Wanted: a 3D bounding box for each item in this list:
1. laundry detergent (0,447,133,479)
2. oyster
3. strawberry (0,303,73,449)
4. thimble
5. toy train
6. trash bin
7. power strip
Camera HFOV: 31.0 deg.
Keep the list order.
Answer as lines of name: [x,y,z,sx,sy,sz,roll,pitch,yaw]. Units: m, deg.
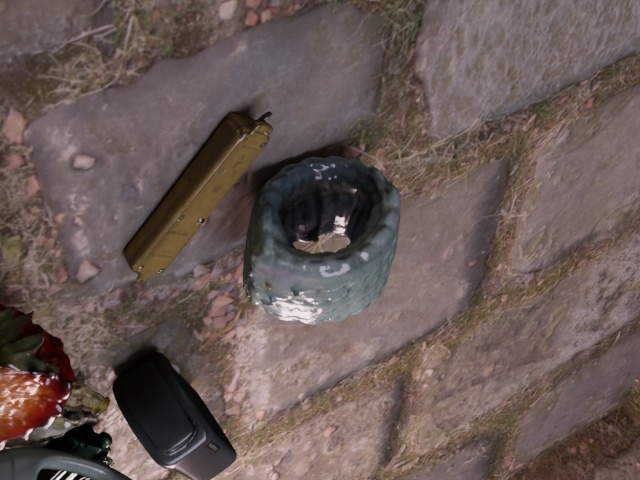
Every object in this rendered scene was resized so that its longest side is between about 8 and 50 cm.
laundry detergent: [-0.359,0.449,1.779,0.398,0.125,0.263,7,85,-41]
oyster: [-0.422,0.253,1.679,0.209,0.072,0.133,-17,156,0]
strawberry: [-0.443,0.173,1.463,0.254,0.150,0.280,-6,144,-14]
thimble: [0.000,0.000,1.646,0.250,0.205,0.172,-29,150,-28]
toy train: [-0.409,0.362,1.842,0.170,0.071,0.111,-46,141,14]
trash bin: [-0.229,0.283,1.822,0.101,0.176,0.236,-37,154,-5]
power strip: [-0.164,-0.063,1.544,0.305,0.044,0.064,-49,149,21]
